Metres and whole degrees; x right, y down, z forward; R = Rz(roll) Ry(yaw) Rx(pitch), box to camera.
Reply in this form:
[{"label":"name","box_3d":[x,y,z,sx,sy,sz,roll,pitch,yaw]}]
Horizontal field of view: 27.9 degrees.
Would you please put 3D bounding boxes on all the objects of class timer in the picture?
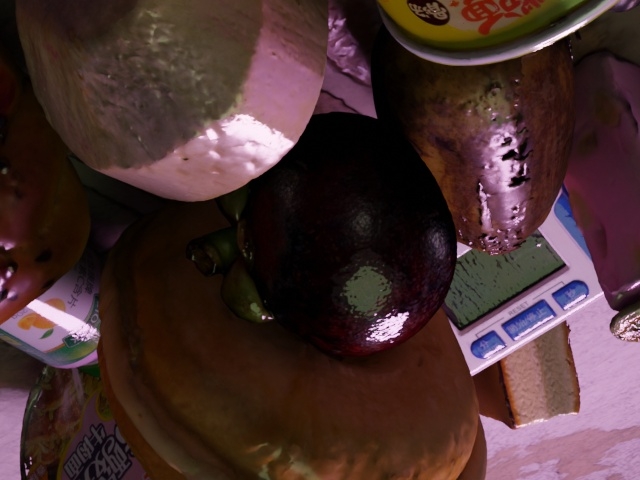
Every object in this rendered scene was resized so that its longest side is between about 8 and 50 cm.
[{"label":"timer","box_3d":[0.212,0.036,1.527,0.253,0.078,0.178,-33,109,21]}]

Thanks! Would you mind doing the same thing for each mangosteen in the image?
[{"label":"mangosteen","box_3d":[0.011,0.003,1.118,0.216,0.216,0.216,-11,147,-7]}]

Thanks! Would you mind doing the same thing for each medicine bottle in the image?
[{"label":"medicine bottle","box_3d":[-0.291,0.051,1.343,0.133,0.133,0.274,-26,147,15]}]

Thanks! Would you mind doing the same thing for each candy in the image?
[{"label":"candy","box_3d":[0.337,-0.055,1.326,0.155,0.265,0.116,11,142,-35]}]

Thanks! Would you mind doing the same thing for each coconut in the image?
[{"label":"coconut","box_3d":[-0.111,-0.154,1.025,0.259,0.259,0.259,-11,147,-7]}]

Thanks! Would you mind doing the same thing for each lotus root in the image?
[{"label":"lotus root","box_3d":[0.148,-0.128,1.208,0.179,0.196,0.397,16,156,19]}]

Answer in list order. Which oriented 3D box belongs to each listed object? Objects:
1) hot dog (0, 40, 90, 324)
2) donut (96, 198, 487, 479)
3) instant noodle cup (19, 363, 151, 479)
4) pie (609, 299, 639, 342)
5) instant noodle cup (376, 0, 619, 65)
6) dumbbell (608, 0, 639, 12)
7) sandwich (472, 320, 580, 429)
[{"label":"hot dog","box_3d":[-0.385,-0.026,1.064,0.365,0.196,0.367,-38,136,-8]},{"label":"donut","box_3d":[-0.025,0.125,1.287,0.449,0.449,0.198,9,128,-33]},{"label":"instant noodle cup","box_3d":[-0.155,0.250,1.557,0.340,0.340,0.266,-35,154,27]},{"label":"pie","box_3d":[0.324,0.079,1.261,0.084,0.021,0.084,-9,146,-6]},{"label":"instant noodle cup","box_3d":[0.092,-0.299,0.857,0.311,0.311,0.221,-34,134,25]},{"label":"dumbbell","box_3d":[0.290,-0.289,1.025,0.290,0.192,0.192,-14,147,-3]},{"label":"sandwich","box_3d":[0.250,0.124,1.705,0.108,0.220,0.186,-12,-177,-10]}]
